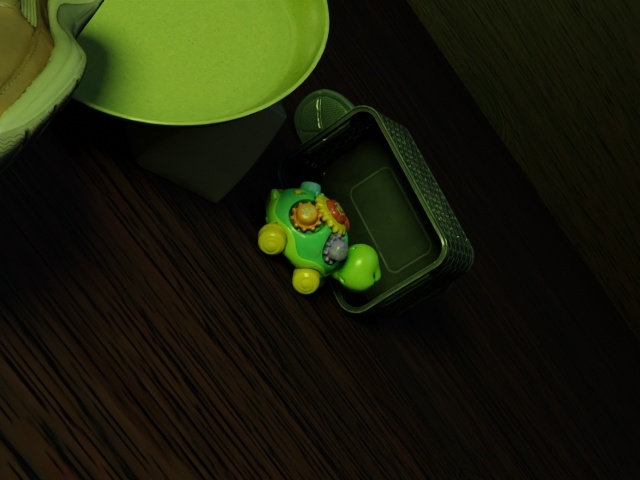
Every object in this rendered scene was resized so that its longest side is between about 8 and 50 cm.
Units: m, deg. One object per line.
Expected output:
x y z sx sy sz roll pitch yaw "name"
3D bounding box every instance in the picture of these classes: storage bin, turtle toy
0.054 -0.026 1.027 0.084 0.122 0.180 15 45 -63 "storage bin"
0.000 0.000 0.938 0.130 0.066 0.095 49 20 -21 "turtle toy"

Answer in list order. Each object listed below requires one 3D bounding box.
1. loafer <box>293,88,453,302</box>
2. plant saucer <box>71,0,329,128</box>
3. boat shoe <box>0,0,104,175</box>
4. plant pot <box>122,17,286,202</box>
0.071 -0.054 1.173 0.267 0.096 0.084 57 12 8 "loafer"
-0.114 -0.169 0.779 0.037 0.241 0.241 109 -36 -55 "plant saucer"
-0.199 -0.107 0.559 0.116 0.123 0.324 40 17 -24 "boat shoe"
-0.093 -0.112 0.841 0.109 0.096 0.109 28 35 -56 "plant pot"
